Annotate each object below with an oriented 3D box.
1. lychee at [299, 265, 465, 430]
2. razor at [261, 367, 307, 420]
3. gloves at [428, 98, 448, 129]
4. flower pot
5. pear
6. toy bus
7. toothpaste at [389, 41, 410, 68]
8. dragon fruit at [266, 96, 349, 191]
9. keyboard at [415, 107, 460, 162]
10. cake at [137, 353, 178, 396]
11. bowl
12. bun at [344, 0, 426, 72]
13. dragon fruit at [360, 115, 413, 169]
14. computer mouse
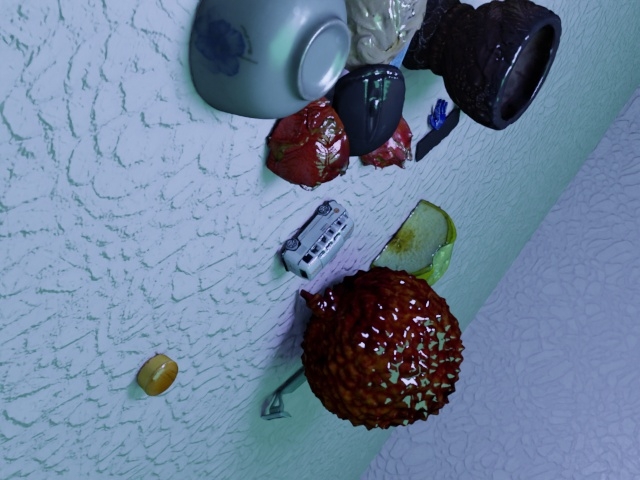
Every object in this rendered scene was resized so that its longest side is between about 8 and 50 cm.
[{"bbox_3d":[0.139,0.268,1.855,0.499,0.424,0.425,32,92,-26],"label":"lychee"},{"bbox_3d":[-0.058,0.400,2.051,0.278,0.056,0.111,-45,-169,-36],"label":"razor"},{"bbox_3d":[0.303,-0.324,1.861,0.064,0.026,0.086,-27,142,-43],"label":"gloves"},{"bbox_3d":[0.326,-0.401,1.529,0.266,0.267,0.267,-41,149,-31],"label":"flower pot"},{"bbox_3d":[0.298,0.055,2.153,0.292,0.159,0.292,-44,155,-27],"label":"pear"},{"bbox_3d":[0.000,0.000,1.628,0.194,0.089,0.087,-48,154,-19],"label":"toy bus"},{"bbox_3d":[0.131,-0.381,1.453,0.044,0.070,0.194,11,103,-58],"label":"toothpaste"},{"bbox_3d":[-0.016,-0.185,1.347,0.120,0.127,0.161,-44,155,-39],"label":"dragon fruit"},{"bbox_3d":[0.318,-0.289,1.946,0.196,0.015,0.074,-44,148,-27],"label":"keyboard"},{"bbox_3d":[-0.320,0.266,1.423,0.084,0.044,0.084,-42,150,-31],"label":"cake"},{"bbox_3d":[-0.048,-0.302,1.117,0.289,0.146,0.289,-41,150,-30],"label":"bowl"},{"bbox_3d":[0.117,-0.413,1.317,0.210,0.116,0.237,-38,151,-33],"label":"bun"},{"bbox_3d":[0.175,-0.221,1.659,0.153,0.111,0.153,-45,156,-26],"label":"dragon fruit"},{"bbox_3d":[0.086,-0.233,1.414,0.137,0.086,0.270,-13,158,-14],"label":"computer mouse"}]
